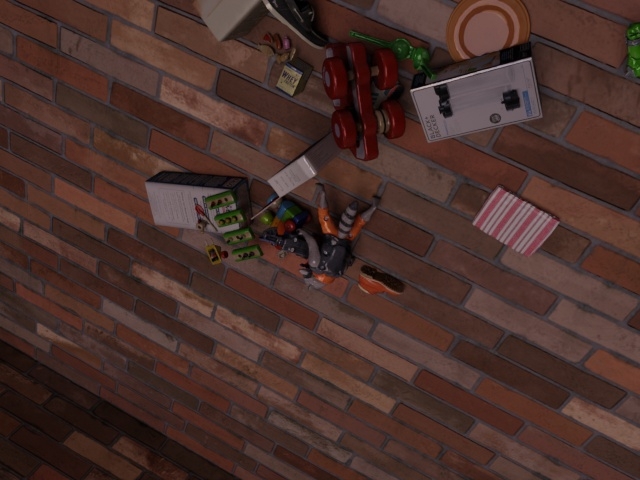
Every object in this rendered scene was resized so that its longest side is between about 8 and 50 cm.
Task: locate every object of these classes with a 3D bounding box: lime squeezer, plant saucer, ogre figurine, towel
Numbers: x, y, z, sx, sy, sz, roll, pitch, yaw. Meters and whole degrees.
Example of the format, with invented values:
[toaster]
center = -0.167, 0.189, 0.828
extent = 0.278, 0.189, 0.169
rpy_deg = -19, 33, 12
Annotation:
[lime squeezer]
center = 0.209, -0.477, 1.335
extent = 0.310, 0.110, 0.058
rpy_deg = 43, 149, 33
[plant saucer]
center = 0.406, -0.507, 1.266
extent = 0.200, 0.037, 0.199
rpy_deg = 10, 120, 18
[ogre figurine]
center = 0.751, -0.411, 1.131
extent = 0.197, 0.096, 0.118
rpy_deg = -10, 129, -21
[towel]
center = 0.548, -0.054, 1.463
extent = 0.197, 0.029, 0.144
rpy_deg = 32, 125, 7

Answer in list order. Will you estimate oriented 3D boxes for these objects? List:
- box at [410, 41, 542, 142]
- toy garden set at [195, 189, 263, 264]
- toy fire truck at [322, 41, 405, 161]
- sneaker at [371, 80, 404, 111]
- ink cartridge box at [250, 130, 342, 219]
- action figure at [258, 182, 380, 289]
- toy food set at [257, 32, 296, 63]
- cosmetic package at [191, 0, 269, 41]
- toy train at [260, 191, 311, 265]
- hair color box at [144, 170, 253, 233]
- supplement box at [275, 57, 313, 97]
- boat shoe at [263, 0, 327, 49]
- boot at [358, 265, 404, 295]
[box]
center = 0.389, -0.362, 1.297
extent = 0.290, 0.087, 0.169
rpy_deg = -7, 131, 26
[toy garden set]
center = -0.329, -0.027, 1.710
extent = 0.204, 0.049, 0.244
rpy_deg = -12, 114, 28
[toy fire truck]
center = 0.088, -0.368, 1.360
extent = 0.170, 0.254, 0.301
rpy_deg = -15, 109, -11
[sneaker]
center = 0.157, -0.396, 1.432
extent = 0.161, 0.057, 0.075
rpy_deg = -40, 71, 43
[ink cartridge box]
center = -0.066, -0.199, 1.478
extent = 0.261, 0.296, 0.066
rpy_deg = -30, 102, 33
[action figure]
center = 0.000, 0.000, 1.573
extent = 0.342, 0.178, 0.329
rpy_deg = 8, 110, -25
[toy food set]
center = -0.120, -0.550, 1.473
extent = 0.122, 0.019, 0.077
rpy_deg = 39, 123, 15
[cosmetic package]
center = -0.176, -0.672, 1.355
extent = 0.296, 0.153, 0.129
rpy_deg = -30, 101, 32
[toy train]
center = -0.147, -0.036, 1.733
extent = 0.143, 0.105, 0.248
rpy_deg = 44, 131, 13
[hair color box]
center = -0.416, -0.131, 1.780
extent = 0.348, 0.105, 0.173
rpy_deg = 8, 122, 19
[supplement box]
center = -0.073, -0.462, 1.466
extent = 0.056, 0.083, 0.083
rpy_deg = 33, 124, 4
[boat shoe]
center = -0.047, -0.573, 1.332
extent = 0.079, 0.233, 0.084
rpy_deg = -39, 55, 21
[boot]
center = 0.197, 0.151, 1.710
extent = 0.158, 0.059, 0.084
rpy_deg = 26, 127, 18
